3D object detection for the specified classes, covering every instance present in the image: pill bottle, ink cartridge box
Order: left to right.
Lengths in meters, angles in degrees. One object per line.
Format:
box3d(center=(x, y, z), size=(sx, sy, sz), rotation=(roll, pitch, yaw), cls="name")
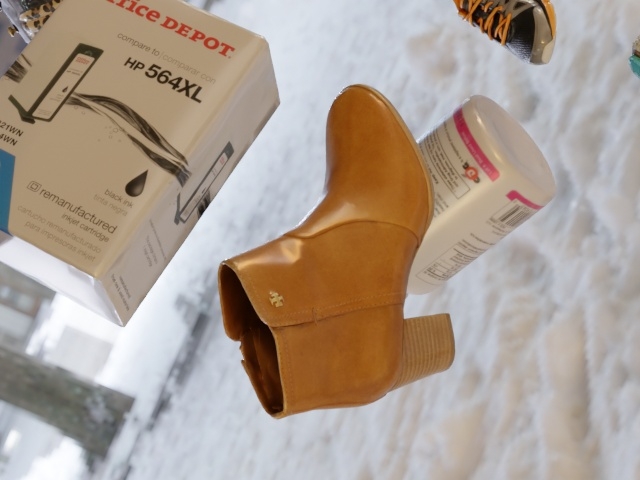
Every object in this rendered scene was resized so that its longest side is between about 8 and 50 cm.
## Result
box3d(center=(-0.142, -0.068, 0.981), size=(0.203, 0.148, 0.086), rotation=(-58, -18, -20), cls="ink cartridge box")
box3d(center=(0.134, -0.034, 1.798), size=(0.283, 0.160, 0.160), rotation=(-39, 21, 23), cls="pill bottle")

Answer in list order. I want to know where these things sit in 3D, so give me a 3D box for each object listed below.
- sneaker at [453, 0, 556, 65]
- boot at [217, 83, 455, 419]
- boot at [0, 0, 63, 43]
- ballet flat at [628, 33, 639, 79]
box3d(center=(0.209, -0.275, 1.755), size=(0.215, 0.083, 0.084), rotation=(55, 144, 43), cls="sneaker")
box3d(center=(0.000, 0.001, 1.281), size=(0.104, 0.211, 0.295), rotation=(-28, 72, 49), cls="boot")
box3d(center=(-0.456, -0.386, 1.884), size=(0.377, 0.284, 0.138), rotation=(-5, 48, 34), cls="boot")
box3d(center=(0.391, -0.120, 1.383), size=(0.077, 0.241, 0.091), rotation=(-37, -18, -3), cls="ballet flat")
